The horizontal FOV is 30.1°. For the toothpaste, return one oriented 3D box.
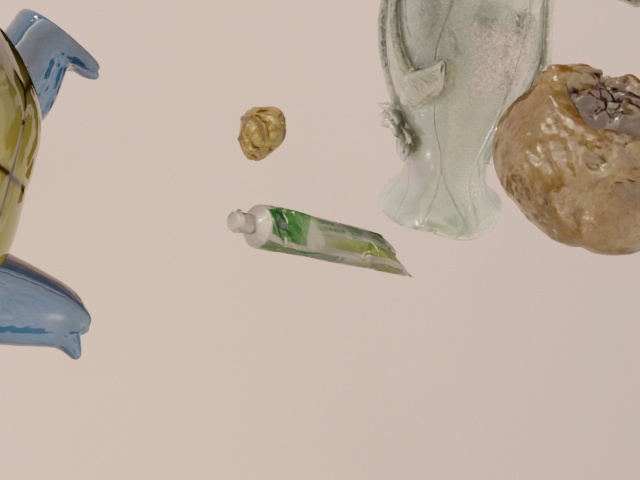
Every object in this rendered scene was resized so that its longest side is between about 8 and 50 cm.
[{"bbox_3d":[0.000,0.000,1.335,0.248,0.078,0.047,12,-59,-40],"label":"toothpaste"}]

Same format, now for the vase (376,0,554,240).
[{"bbox_3d":[0.195,-0.218,1.679,0.249,0.250,0.446,-20,-48,-32],"label":"vase"}]

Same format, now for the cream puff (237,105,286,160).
[{"bbox_3d":[-0.075,-0.135,1.474,0.058,0.083,0.083,40,-144,-9],"label":"cream puff"}]

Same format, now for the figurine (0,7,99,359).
[{"bbox_3d":[-0.240,-0.058,0.658,0.242,0.298,0.416,-16,-107,-7],"label":"figurine"}]

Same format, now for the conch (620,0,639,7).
[{"bbox_3d":[0.403,-0.360,1.342,0.220,0.195,0.277,-28,-96,-38],"label":"conch"}]

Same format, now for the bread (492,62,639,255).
[{"bbox_3d":[0.294,-0.095,1.249,0.230,0.230,0.123,-23,-33,-31],"label":"bread"}]
